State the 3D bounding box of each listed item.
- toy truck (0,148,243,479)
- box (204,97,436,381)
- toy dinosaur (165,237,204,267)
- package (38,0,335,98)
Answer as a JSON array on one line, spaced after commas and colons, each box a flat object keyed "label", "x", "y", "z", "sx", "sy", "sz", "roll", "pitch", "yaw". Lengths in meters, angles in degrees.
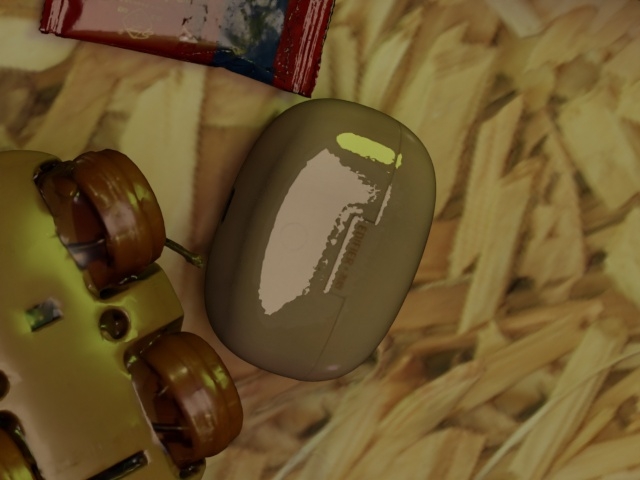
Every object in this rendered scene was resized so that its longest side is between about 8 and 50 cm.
[{"label": "toy truck", "x": -0.187, "y": 0.090, "z": 1.274, "sx": 0.204, "sy": 0.211, "sz": 0.288, "roll": -27, "pitch": 92, "yaw": -25}, {"label": "box", "x": 0.000, "y": 0.000, "z": 1.400, "sx": 0.146, "sy": 0.088, "sz": 0.200, "roll": 19, "pitch": 96, "yaw": -19}, {"label": "toy dinosaur", "x": -0.166, "y": -0.016, "z": 1.376, "sx": 0.180, "sy": 0.058, "sz": 0.037, "roll": 12, "pitch": 90, "yaw": -5}, {"label": "package", "x": -0.090, "y": -0.161, "z": 1.379, "sx": 0.200, "sy": 0.022, "sz": 0.083, "roll": 12, "pitch": 97, "yaw": -16}]
